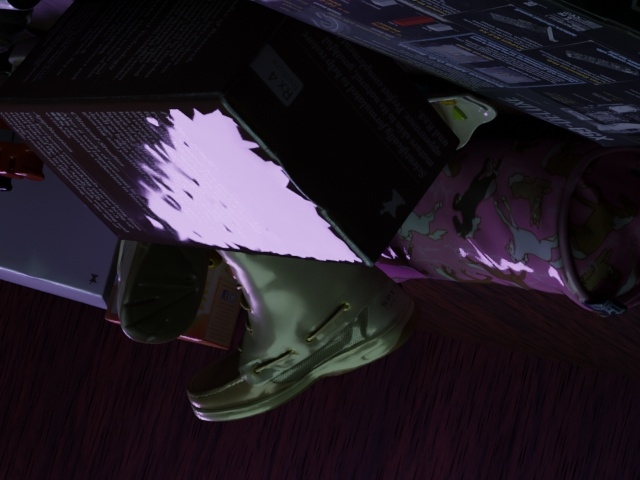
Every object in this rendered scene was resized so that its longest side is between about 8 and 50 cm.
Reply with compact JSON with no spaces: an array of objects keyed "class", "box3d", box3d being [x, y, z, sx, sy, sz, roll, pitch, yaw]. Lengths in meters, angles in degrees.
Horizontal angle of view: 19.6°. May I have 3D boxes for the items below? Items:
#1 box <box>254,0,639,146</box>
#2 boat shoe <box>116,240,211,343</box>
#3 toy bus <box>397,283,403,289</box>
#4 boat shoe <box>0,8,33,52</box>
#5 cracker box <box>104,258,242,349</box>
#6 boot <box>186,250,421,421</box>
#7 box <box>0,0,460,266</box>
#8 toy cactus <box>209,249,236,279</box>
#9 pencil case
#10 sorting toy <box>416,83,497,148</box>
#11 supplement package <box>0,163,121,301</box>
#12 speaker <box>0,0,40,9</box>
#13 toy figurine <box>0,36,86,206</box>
[{"class":"box","box3d":[0.144,-0.141,1.142,0.307,0.076,0.242,19,172,-27]},{"class":"boat shoe","box3d":[-0.136,-0.046,1.802,0.109,0.302,0.098,8,-151,-24]},{"class":"toy bus","box3d":[0.000,0.000,2.011,0.149,0.220,0.211,17,178,-23]},{"class":"boat shoe","box3d":[-0.376,-0.176,1.730,0.132,0.130,0.355,19,172,-30]},{"class":"cracker box","box3d":[-0.160,0.005,2.279,0.156,0.232,0.067,11,173,34]},{"class":"boot","box3d":[-0.063,0.055,1.774,0.262,0.095,0.203,-25,116,29]},{"class":"box","box3d":[-0.090,-0.098,1.503,0.191,0.143,0.381,48,158,-29]},{"class":"toy cactus","box3d":[-0.127,-0.039,1.977,0.180,0.219,0.112,6,149,51]},{"class":"pencil case","box3d":[0.153,-0.022,1.730,0.160,0.167,0.386,-11,-169,-37]},{"class":"sorting toy","box3d":[0.110,-0.113,1.587,0.083,0.045,0.075,21,163,-38]},{"class":"supplement package","box3d":[-0.364,-0.031,2.562,0.199,0.198,0.262,16,173,-3]},{"class":"speaker","box3d":[-0.289,-0.220,1.521,0.136,0.055,0.055,9,171,36]},{"class":"toy figurine","box3d":[-0.253,-0.119,1.920,0.210,0.148,0.213,11,173,-20]}]
